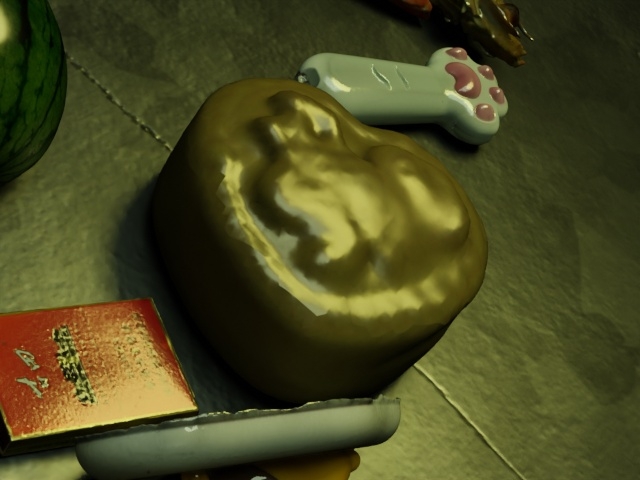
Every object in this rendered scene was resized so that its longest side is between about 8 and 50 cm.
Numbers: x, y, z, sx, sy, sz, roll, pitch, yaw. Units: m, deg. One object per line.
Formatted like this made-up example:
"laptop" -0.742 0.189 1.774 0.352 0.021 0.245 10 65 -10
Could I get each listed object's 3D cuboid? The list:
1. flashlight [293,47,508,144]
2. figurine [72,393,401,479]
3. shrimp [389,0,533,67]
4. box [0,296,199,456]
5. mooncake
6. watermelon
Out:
"flashlight" 0.068 -0.124 1.253 0.200 0.047 0.093 0 55 -33
"figurine" -0.034 0.170 0.897 0.250 0.167 0.141 0 77 -48
"shrimp" 0.070 -0.253 1.352 0.152 0.063 0.287 -21 64 -39
"box" -0.150 0.083 0.958 0.133 0.023 0.090 -4 55 -35
"mooncake" 0.000 0.000 1.060 0.235 0.117 0.234 20 44 -21
"watermelon" -0.259 -0.143 1.004 0.204 0.127 0.232 5 50 -33
